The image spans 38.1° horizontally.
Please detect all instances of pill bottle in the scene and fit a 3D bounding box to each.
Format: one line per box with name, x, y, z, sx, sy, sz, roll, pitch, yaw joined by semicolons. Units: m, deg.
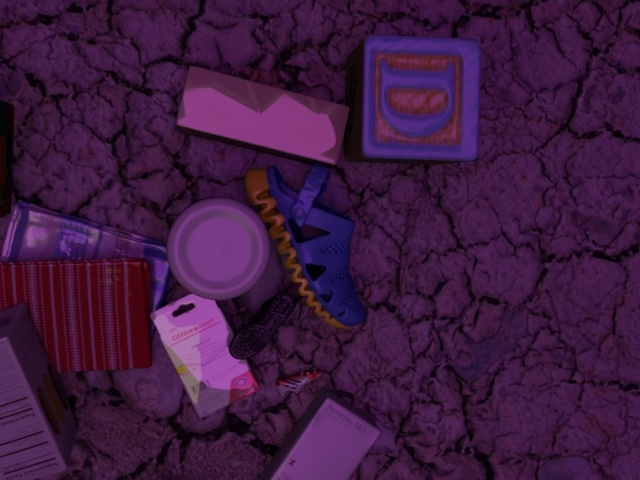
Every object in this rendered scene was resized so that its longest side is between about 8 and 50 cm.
pill bottle;-0.163;0.006;1.460;0.153;0.265;0.153;0;93;-8

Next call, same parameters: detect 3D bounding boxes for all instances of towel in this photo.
towel;-0.400;0.068;1.553;0.285;0.034;0.209;16;92;-7
towel;-0.415;0.123;1.524;0.275;0.031;0.198;-1;106;-3

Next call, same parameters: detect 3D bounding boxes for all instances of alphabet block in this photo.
alphabet block;0.144;-0.224;1.517;0.193;0.197;0.193;3;93;-6

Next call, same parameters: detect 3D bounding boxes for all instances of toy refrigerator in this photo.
toy refrigerator;-0.098;-0.202;1.544;0.270;0.094;0.102;13;88;-9

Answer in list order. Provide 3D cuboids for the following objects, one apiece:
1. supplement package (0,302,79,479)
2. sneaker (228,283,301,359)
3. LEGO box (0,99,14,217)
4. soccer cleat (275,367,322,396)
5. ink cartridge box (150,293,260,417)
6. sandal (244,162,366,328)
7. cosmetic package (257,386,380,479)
supplement package;-0.497;0.248;1.469;0.134;0.139;0.244;-17;110;0
sneaker;-0.087;0.134;1.556;0.051;0.089;0.170;44;82;-1
LEGO box;-0.737;-0.133;1.333;0.500;0.372;0.193;2;93;-7
soccer cleat;-0.036;0.246;1.608;0.083;0.029;0.035;-17;104;-2
ink cartridge box;-0.196;0.182;1.563;0.115;0.067;0.198;-25;98;-5
sandal;0.000;0.000;1.537;0.138;0.126;0.317;-27;99;10
cosmetic package;-0.011;0.382;1.589;0.117;0.085;0.231;34;90;-8
